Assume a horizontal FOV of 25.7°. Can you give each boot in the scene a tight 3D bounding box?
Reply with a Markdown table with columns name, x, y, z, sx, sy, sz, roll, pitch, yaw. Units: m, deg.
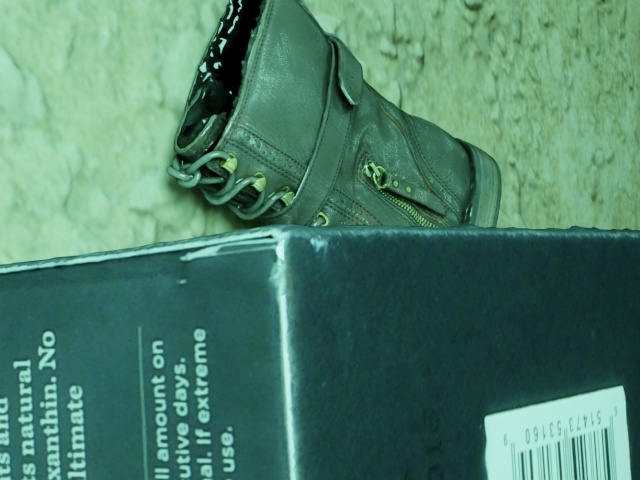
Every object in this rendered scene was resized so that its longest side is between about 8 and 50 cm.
| name | x | y | z | sx | sy | sz | roll | pitch | yaw |
| --- | --- | --- | --- | --- | --- | --- | --- | --- | --- |
| boot | 0.000 | 0.000 | 0.783 | 0.229 | 0.091 | 0.263 | 31 | 58 | -42 |

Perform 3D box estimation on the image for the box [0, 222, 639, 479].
| name | x | y | z | sx | sy | sz | roll | pitch | yaw |
| --- | --- | --- | --- | --- | --- | --- | --- | --- | --- |
| box | -0.042 | 0.095 | 0.497 | 0.296 | 0.294 | 0.182 | 1 | 85 | -56 |
